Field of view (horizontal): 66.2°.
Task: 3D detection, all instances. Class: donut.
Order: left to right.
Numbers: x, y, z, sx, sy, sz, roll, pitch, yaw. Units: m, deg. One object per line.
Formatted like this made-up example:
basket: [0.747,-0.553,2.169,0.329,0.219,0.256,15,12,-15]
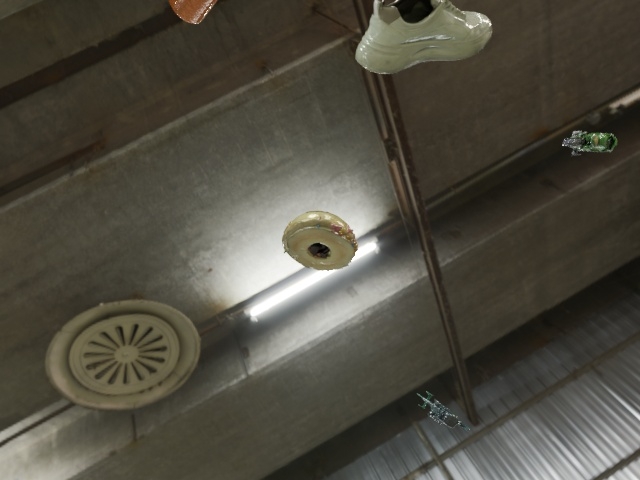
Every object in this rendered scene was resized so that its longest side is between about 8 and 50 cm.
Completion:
donut: [0.000,0.000,1.088,0.174,0.068,0.175,6,-38,5]

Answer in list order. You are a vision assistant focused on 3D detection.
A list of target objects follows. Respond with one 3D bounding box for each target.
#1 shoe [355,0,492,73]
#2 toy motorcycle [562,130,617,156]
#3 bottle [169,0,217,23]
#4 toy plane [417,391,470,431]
shoe: [0.214,-0.438,0.956,0.316,0.124,0.159,-24,-36,-20]
toy motorcycle: [0.803,-0.287,1.450,0.190,0.106,0.074,-5,-81,-35]
bottle: [-0.169,-0.423,0.769,0.069,0.069,0.187,24,-32,-35]
toy plane: [0.415,0.593,1.725,0.096,0.235,0.060,28,-92,-32]
